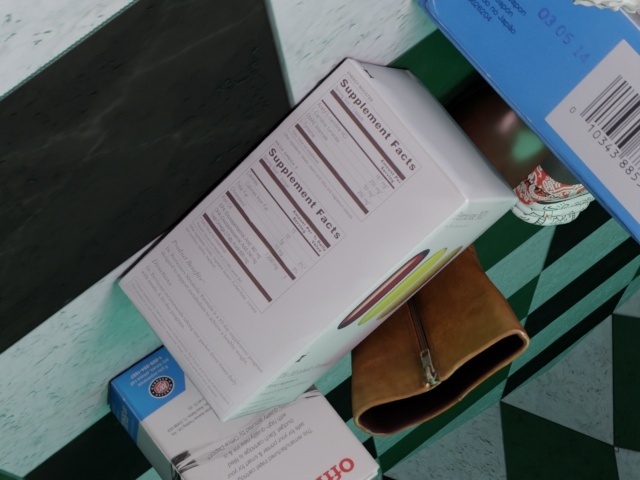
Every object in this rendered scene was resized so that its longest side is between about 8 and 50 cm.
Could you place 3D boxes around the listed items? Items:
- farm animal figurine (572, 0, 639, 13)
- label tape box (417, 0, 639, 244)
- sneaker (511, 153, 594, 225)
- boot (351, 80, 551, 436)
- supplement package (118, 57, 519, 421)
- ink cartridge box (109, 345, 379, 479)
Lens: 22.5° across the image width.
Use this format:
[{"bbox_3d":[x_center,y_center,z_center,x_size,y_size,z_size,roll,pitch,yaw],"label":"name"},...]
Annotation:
[{"bbox_3d":[0.255,-0.267,0.723,0.327,0.172,0.330,-21,136,-10],"label":"farm animal figurine"},{"bbox_3d":[0.245,-0.125,1.180,0.106,0.240,0.333,-47,165,25],"label":"label tape box"},{"bbox_3d":[0.318,-0.106,1.771,0.270,0.090,0.145,-26,163,-31],"label":"sneaker"},{"bbox_3d":[0.116,-0.002,1.275,0.264,0.096,0.280,-31,-153,10],"label":"boot"},{"bbox_3d":[0.000,0.000,1.175,0.244,0.134,0.139,-43,166,19],"label":"supplement package"},{"bbox_3d":[-0.070,0.175,1.425,0.148,0.203,0.086,-33,166,-21],"label":"ink cartridge box"}]
